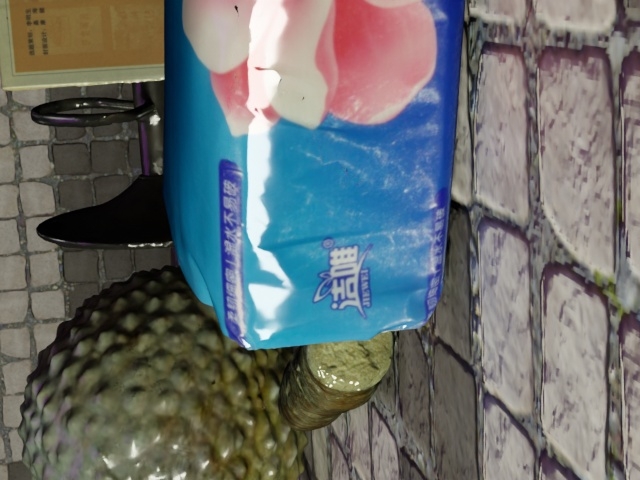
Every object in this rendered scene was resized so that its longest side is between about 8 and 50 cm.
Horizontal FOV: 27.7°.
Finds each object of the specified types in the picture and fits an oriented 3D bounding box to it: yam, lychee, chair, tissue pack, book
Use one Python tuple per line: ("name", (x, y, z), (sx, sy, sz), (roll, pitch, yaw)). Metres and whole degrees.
("yam", (0.001, 0.095, 0.893), (0.274, 0.061, 0.061), (118, 146, -74))
("lychee", (-0.131, 0.154, 1.139), (0.274, 0.255, 0.255), (-64, 13, 2))
("chair", (-0.151, -0.207, 1.137), (0.226, 0.226, 0.401), (-135, 42, -75))
("tissue pack", (-0.014, -0.110, 0.645), (0.209, 0.137, 0.270), (-107, 15, -55))
("book", (-0.137, -0.208, 1.014), (0.018, 0.241, 0.170), (-76, -17, -80))
